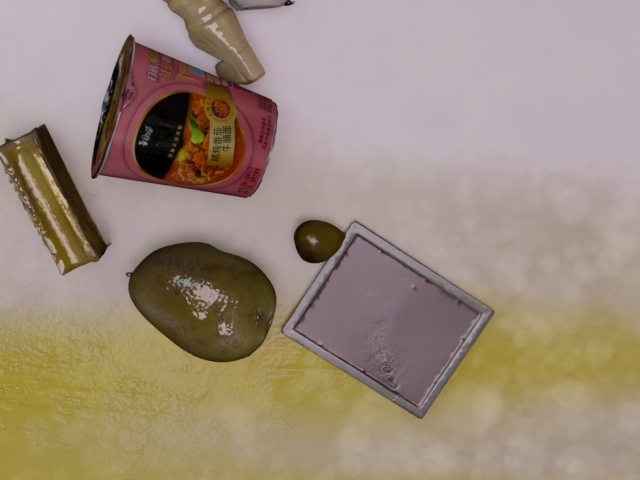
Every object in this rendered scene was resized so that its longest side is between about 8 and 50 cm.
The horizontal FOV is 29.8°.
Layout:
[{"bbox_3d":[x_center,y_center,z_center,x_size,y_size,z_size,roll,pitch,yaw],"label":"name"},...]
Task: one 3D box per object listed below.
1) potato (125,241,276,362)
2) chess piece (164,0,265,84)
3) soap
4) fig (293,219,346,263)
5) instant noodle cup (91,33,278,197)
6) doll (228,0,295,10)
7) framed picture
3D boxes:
[{"bbox_3d":[-0.197,0.094,1.952,0.251,0.159,0.174,22,74,0],"label":"potato"},{"bbox_3d":[-0.167,-0.333,1.911,0.090,0.090,0.200,-32,102,1],"label":"chess piece"},{"bbox_3d":[-0.423,-0.068,1.911,0.076,0.135,0.233,-27,101,0],"label":"soap"},{"bbox_3d":[0.000,0.000,1.994,0.088,0.074,0.074,-8,101,-20],"label":"fig"},{"bbox_3d":[-0.209,-0.177,1.878,0.255,0.244,0.243,14,99,-16],"label":"instant noodle cup"},{"bbox_3d":[-0.111,-0.444,1.884,0.107,0.110,0.180,-19,102,-10],"label":"doll"},{"bbox_3d":[0.115,0.137,2.055,0.296,0.019,0.232,34,95,-9],"label":"framed picture"}]
